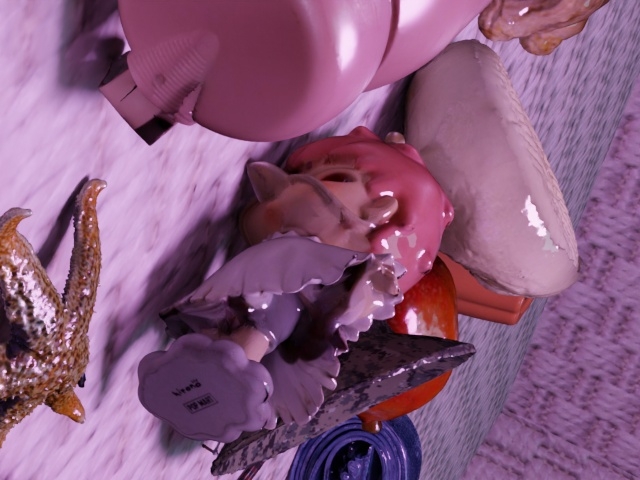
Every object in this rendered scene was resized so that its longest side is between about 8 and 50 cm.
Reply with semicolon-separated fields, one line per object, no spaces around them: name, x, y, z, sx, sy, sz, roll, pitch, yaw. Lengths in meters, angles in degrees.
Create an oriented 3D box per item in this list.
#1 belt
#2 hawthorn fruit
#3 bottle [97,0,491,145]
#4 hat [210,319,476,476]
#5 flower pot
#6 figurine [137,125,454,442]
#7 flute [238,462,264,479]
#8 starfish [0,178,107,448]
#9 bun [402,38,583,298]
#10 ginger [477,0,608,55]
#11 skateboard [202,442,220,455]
belt;0.042;0.279;1.878;0.190;0.141;0.082;-69;168;18
hawthorn fruit;0.060;0.095;1.513;0.169;0.169;0.188;-33;118;-65
bottle;0.006;-0.164;0.880;0.206;0.173;0.297;-29;-166;43
hat;-0.003;0.096;1.345;0.266;0.128;0.265;-23;166;-6
flower pot;0.176;0.004;1.803;0.190;0.173;0.190;-58;168;-20
figurine;0.000;0.000;1.204;0.207;0.166;0.387;-29;-163;44
flute;-0.096;0.272;1.626;0.269;0.014;0.014;-50;161;-44
starfish;-0.175;0.062;0.885;0.176;0.053;0.208;-31;140;-48
bun;0.154;-0.058;1.545;0.146;0.287;0.287;-23;169;8
ginger;0.246;-0.278;1.629;0.276;0.130;0.221;-44;166;-40
skateboard;-0.088;0.159;1.419;0.064;0.032;0.083;6;109;-65
